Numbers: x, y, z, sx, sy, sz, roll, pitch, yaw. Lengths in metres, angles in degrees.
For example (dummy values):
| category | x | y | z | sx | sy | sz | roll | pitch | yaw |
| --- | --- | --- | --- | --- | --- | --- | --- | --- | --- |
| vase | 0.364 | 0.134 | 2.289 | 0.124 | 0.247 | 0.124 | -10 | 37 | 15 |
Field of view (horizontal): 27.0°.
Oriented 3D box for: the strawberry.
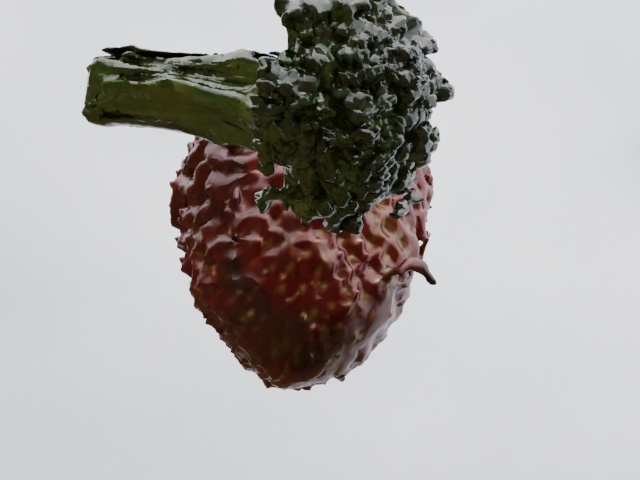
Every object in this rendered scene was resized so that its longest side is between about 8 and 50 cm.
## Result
| category | x | y | z | sx | sy | sz | roll | pitch | yaw |
| --- | --- | --- | --- | --- | --- | --- | --- | --- | --- |
| strawberry | 0.002 | -0.002 | 1.340 | 0.292 | 0.343 | 0.292 | -11 | -50 | -13 |

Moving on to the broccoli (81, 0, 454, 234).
| category | x | y | z | sx | sy | sz | roll | pitch | yaw |
| --- | --- | --- | --- | --- | --- | --- | --- | --- | --- |
| broccoli | -0.030 | -0.122 | 1.002 | 0.275 | 0.198 | 0.177 | 17 | -55 | 38 |
